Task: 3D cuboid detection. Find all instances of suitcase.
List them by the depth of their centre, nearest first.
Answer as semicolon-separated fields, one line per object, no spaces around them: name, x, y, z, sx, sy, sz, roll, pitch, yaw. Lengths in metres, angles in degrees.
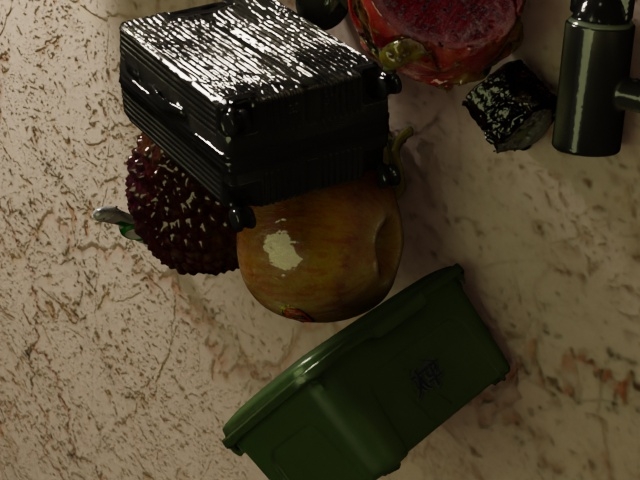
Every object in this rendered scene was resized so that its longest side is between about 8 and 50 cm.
suitcase;-0.084;-0.168;1.698;0.335;0.229;0.152;40;138;49

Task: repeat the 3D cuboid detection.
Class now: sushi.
sushi;0.223;-0.155;1.629;0.094;0.098;0.084;-46;71;26

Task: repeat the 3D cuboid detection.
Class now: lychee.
lychee;-0.156;-0.084;1.921;0.271;0.271;0.271;20;118;43

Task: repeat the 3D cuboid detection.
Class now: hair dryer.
hair dryer;0.366;-0.171;1.480;0.248;0.078;0.196;18;117;33

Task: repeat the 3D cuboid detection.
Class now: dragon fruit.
dragon fruit;0.137;-0.279;1.599;0.211;0.282;0.147;29;156;0

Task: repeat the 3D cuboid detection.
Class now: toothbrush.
toothbrush;-0.277;-0.018;2.080;0.418;0.042;0.040;41;-150;-86

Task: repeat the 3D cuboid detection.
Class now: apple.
apple;0.000;0.000;1.759;0.188;0.211;0.211;2;106;25

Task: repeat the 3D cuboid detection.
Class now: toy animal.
toy animal;0.059;-0.078;1.859;0.181;0.073;0.136;-7;106;37

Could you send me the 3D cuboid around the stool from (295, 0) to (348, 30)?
stool;-0.043;-0.376;1.789;0.139;0.153;0.228;15;114;45

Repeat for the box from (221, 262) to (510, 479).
box;0.065;0.195;1.754;0.178;0.328;0.253;55;138;6
